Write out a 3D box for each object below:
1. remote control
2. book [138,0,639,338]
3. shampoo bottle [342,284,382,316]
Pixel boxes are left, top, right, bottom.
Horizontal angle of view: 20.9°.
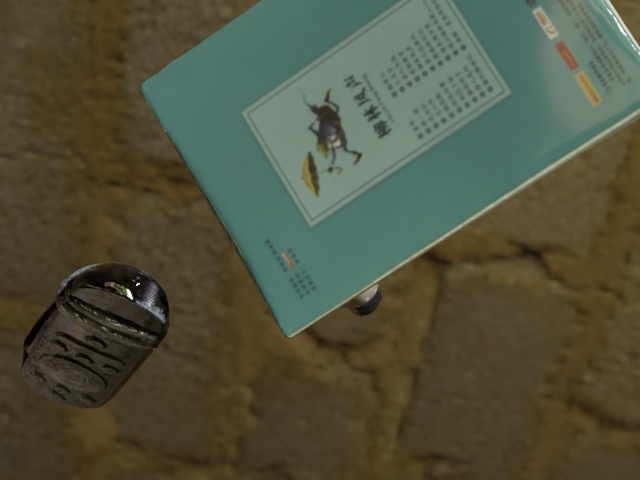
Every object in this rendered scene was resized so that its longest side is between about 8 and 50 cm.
[{"bbox_3d":[-0.171,0.064,1.338,0.266,0.090,0.066,136,-28,-62],"label":"remote control"},{"bbox_3d":[0.059,-0.123,1.433,0.264,0.379,0.031,61,14,12],"label":"book"},{"bbox_3d":[0.000,0.000,1.924,0.127,0.078,0.257,48,-2,47],"label":"shampoo bottle"}]
